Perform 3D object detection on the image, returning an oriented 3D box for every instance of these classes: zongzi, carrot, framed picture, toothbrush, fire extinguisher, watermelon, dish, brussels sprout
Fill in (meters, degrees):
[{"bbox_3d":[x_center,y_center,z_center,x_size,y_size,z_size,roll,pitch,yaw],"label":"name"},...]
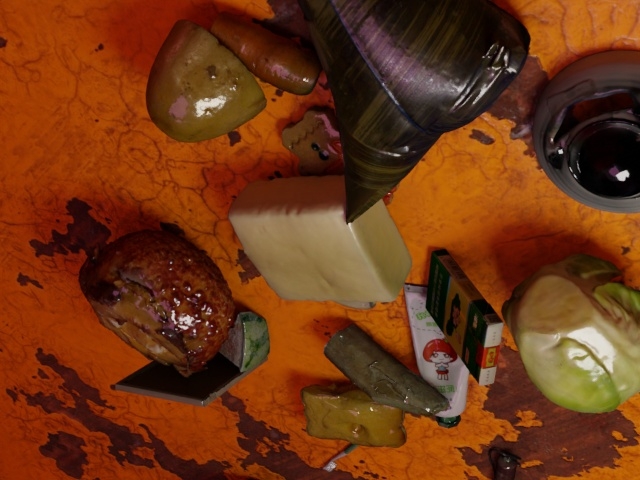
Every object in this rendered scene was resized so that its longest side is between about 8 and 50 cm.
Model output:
[{"bbox_3d":[0.032,-0.258,1.390,0.403,0.208,0.432,38,125,-10],"label":"zongzi"},{"bbox_3d":[-0.091,-0.305,1.526,0.193,0.087,0.087,27,135,1],"label":"carrot"},{"bbox_3d":[-0.268,0.279,1.995,0.211,0.289,0.020,6,104,21],"label":"framed picture"},{"bbox_3d":[0.070,0.486,2.178,0.024,0.018,0.257,32,135,-6],"label":"toothbrush"},{"bbox_3d":[0.392,0.499,2.012,0.078,0.045,0.157,30,141,32],"label":"fire extinguisher"},{"bbox_3d":[-0.176,0.222,2.018,0.158,0.098,0.121,-21,85,36],"label":"watermelon"},{"bbox_3d":[0.440,-0.131,1.378,0.273,0.134,0.273,14,132,16],"label":"dish"},{"bbox_3d":[0.432,0.152,1.533,0.227,0.259,0.294,-43,142,11],"label":"brussels sprout"}]

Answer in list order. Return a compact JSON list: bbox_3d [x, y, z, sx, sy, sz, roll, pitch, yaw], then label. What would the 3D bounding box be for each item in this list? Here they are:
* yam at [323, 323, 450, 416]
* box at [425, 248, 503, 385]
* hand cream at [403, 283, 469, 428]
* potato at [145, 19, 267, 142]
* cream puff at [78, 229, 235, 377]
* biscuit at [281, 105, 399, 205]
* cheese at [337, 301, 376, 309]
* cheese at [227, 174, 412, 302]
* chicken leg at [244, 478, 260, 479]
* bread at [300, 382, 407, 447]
[{"bbox_3d":[0.131,0.276,1.863,0.259,0.106,0.106,39,138,21],"label":"yam"},{"bbox_3d":[0.248,0.131,1.639,0.034,0.235,0.132,-7,122,-16],"label":"box"},{"bbox_3d":[0.239,0.231,1.849,0.121,0.076,0.336,3,123,22],"label":"hand cream"},{"bbox_3d":[-0.211,-0.239,1.557,0.178,0.158,0.203,23,161,43],"label":"potato"},{"bbox_3d":[-0.321,0.107,1.897,0.350,0.229,0.350,27,157,13],"label":"cream puff"},{"bbox_3d":[0.035,-0.135,1.646,0.225,0.036,0.166,46,132,-16],"label":"biscuit"},{"bbox_3d":[0.017,0.088,1.845,0.192,0.037,0.097,6,129,21],"label":"cheese"},{"bbox_3d":[0.000,0.000,1.696,0.265,0.124,0.242,-1,139,35],"label":"cheese"},{"bbox_3d":[-0.092,0.699,2.340,0.429,0.201,0.153,1,120,9],"label":"chicken leg"},{"bbox_3d":[0.078,0.375,2.034,0.233,0.088,0.161,9,136,16],"label":"bread"}]
